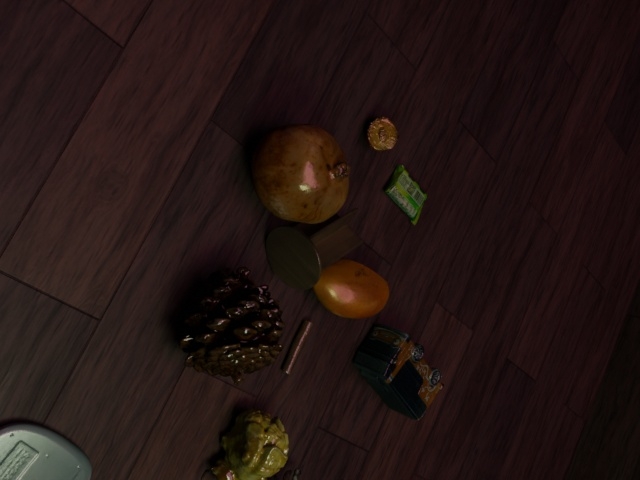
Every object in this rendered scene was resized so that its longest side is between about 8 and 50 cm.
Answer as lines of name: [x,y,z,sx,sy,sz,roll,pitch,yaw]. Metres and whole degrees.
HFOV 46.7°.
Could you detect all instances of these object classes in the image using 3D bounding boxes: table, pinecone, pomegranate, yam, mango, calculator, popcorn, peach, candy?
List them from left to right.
calculator: [-0.563,0.480,1.483,0.185,0.041,0.299,-53,127,-22]
pinecone: [-0.193,0.194,1.651,0.257,0.243,0.243,-90,154,-53]
popcorn: [-0.173,0.506,1.784,0.195,0.168,0.173,-47,151,23]
yam: [-0.061,0.275,1.913,0.032,0.032,0.145,35,74,-41]
pomegranate: [-0.041,-0.155,1.710,0.248,0.248,0.248,-10,105,-41]
table: [0.000,0.000,1.844,0.226,0.167,0.167,-33,119,-44]
mango: [0.074,0.127,1.945,0.252,0.126,0.154,18,75,-42]
peach: [0.155,-0.282,1.981,0.098,0.061,0.098,3,83,-24]
candy: [0.247,-0.131,2.115,0.178,0.032,0.102,41,74,-41]

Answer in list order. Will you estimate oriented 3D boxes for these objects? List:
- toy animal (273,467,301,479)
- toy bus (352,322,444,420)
toy animal: [-0.081,0.704,1.891,0.089,0.170,0.255,-7,92,-3]
toy bus: [0.223,0.378,2.125,0.167,0.138,0.275,-51,130,-21]
